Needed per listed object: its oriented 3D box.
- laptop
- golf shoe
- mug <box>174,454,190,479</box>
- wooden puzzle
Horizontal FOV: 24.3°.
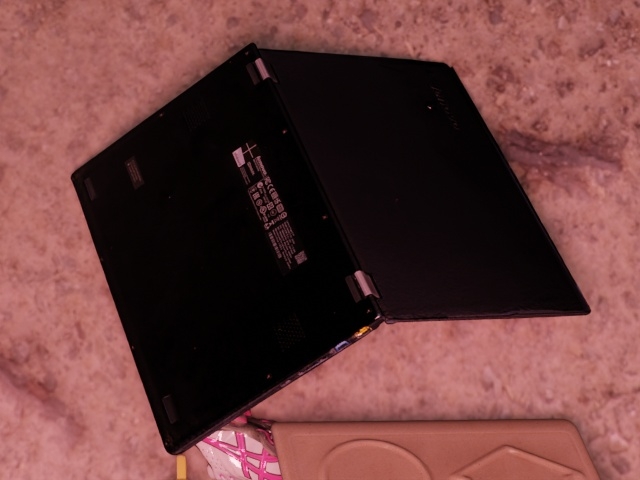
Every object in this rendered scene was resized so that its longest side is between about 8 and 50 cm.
[{"bbox_3d":[0.000,0.000,1.600,0.408,0.236,0.382,-34,55,13],"label":"laptop"},{"bbox_3d":[-0.074,0.222,1.542,0.186,0.067,0.086,38,105,4],"label":"golf shoe"},{"bbox_3d":[-0.145,0.265,1.511,0.062,0.064,0.078,-32,74,-14],"label":"mug"},{"bbox_3d":[0.130,0.292,1.403,0.322,0.080,0.348,1,30,-13],"label":"wooden puzzle"}]
